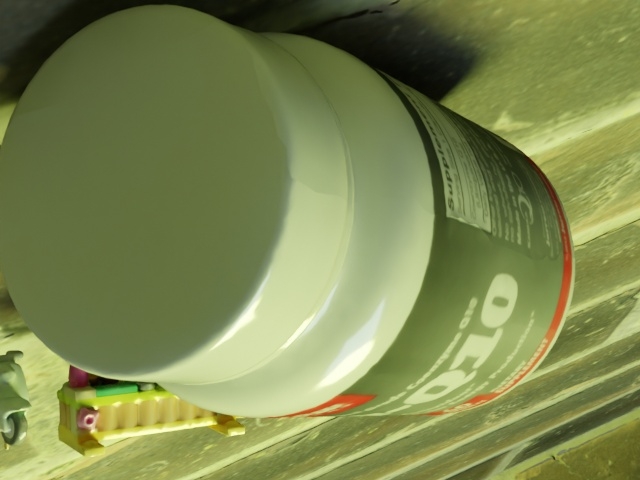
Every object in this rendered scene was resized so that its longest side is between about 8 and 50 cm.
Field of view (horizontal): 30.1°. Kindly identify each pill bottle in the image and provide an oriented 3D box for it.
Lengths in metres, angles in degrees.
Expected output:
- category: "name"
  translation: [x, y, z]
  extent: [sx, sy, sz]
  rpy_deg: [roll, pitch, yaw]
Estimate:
- category: "pill bottle"
  translation: [0.000, 0.000, 0.542]
  extent: [0.161, 0.161, 0.283]
  rpy_deg: [-35, 158, 21]

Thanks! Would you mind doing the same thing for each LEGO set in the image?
- category: "LEGO set"
  translation: [-0.081, 0.050, 0.710]
  extent: [0.132, 0.107, 0.287]
  rpy_deg: [2, -174, 38]
